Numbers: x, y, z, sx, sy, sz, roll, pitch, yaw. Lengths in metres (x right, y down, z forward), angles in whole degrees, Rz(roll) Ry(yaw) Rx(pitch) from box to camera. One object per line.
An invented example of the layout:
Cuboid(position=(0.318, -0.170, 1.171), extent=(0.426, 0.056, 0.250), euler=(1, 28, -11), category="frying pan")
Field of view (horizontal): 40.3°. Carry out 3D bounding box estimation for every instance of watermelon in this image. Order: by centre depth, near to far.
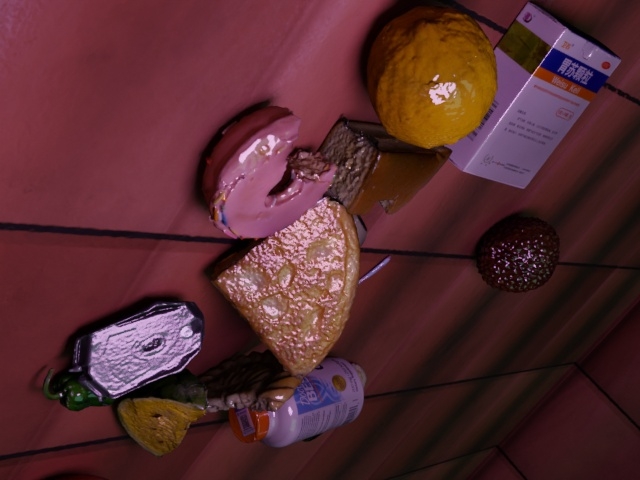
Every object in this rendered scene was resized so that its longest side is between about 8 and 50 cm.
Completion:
Cuboid(position=(-0.280, 0.302, 1.544), extent=(0.123, 0.129, 0.301), euler=(-29, 165, -35), category="watermelon")

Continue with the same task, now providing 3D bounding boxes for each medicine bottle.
Cuboid(position=(-0.055, 0.346, 1.853), extent=(0.289, 0.157, 0.157), euler=(-8, 137, -44), category="medicine bottle")

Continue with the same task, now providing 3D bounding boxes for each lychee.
Cuboid(position=(0.450, 0.033, 2.021), extent=(0.188, 0.188, 0.188), euler=(-29, 149, -20), category="lychee")

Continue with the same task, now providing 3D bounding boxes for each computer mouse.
Cuboid(position=(-0.291, 0.166, 1.393), extent=(0.231, 0.071, 0.126), euler=(-25, 109, -23), category="computer mouse")

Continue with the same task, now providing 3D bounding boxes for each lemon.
Cuboid(position=(0.163, -0.238, 1.280), extent=(0.192, 0.192, 0.231), euler=(-35, 145, -11), category="lemon")

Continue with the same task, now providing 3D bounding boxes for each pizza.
Cuboid(position=(-0.013, 0.073, 1.472), extent=(0.258, 0.087, 0.268), euler=(-35, 111, 3), category="pizza")

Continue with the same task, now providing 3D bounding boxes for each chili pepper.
Cuboid(position=(-0.335, 0.218, 1.440), extent=(0.257, 0.074, 0.100), euler=(-25, 157, -37), category="chili pepper")

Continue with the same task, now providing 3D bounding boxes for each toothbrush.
Cuboid(position=(0.075, 0.096, 1.810), extent=(0.193, 0.019, 0.013), euler=(-42, 150, -2), category="toothbrush")

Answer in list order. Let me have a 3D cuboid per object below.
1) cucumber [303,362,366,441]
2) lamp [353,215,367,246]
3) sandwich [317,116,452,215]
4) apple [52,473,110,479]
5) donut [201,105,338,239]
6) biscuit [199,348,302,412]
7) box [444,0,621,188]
Cuboid(position=(0.025, 0.399, 2.111), extent=(0.074, 0.074, 0.241), euler=(7, 128, -53), category="cucumber")
Cuboid(position=(0.000, 0.000, 1.537), extent=(0.163, 0.091, 0.091), euler=(-27, 152, 9), category="lamp")
Cuboid(position=(0.109, -0.125, 1.442), extent=(0.236, 0.122, 0.128), euler=(-2, 131, -49), category="sandwich")
Cuboid(position=(-0.447, 0.553, 1.573), extent=(0.217, 0.260, 0.260), euler=(8, 128, -27), category="apple")
Cuboid(position=(-0.087, -0.093, 1.290), extent=(0.199, 0.085, 0.233), euler=(-42, 151, 0), category="donut")
Cuboid(position=(-0.139, 0.257, 1.617), extent=(0.274, 0.036, 0.187), euler=(-12, -160, 35), category="biscuit")
Cuboid(position=(0.368, -0.250, 1.565), extent=(0.200, 0.106, 0.299), euler=(9, 124, -44), category="box")
